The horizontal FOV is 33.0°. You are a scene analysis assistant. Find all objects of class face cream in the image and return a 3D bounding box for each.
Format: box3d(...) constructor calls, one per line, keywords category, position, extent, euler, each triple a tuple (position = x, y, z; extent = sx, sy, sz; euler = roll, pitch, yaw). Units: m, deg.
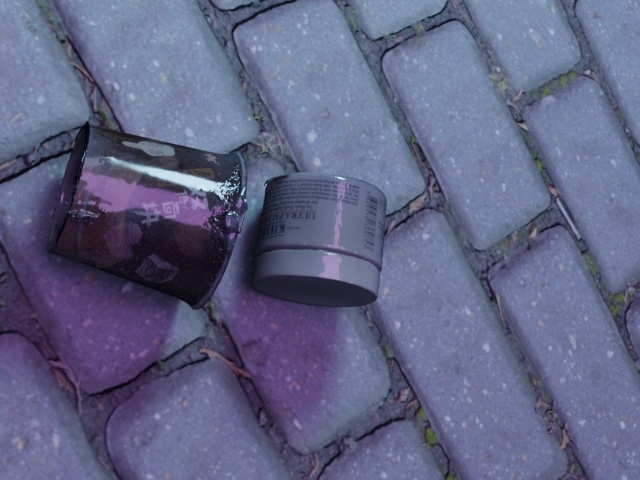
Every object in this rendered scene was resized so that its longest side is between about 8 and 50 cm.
box3d(category="face cream", position=(0.000, 0.000, 1.506), extent=(0.177, 0.177, 0.152), euler=(14, 72, -27))

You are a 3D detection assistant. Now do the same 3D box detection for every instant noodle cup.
box3d(category="instant noodle cup", position=(-0.224, -0.039, 1.377), extent=(0.207, 0.217, 0.217), euler=(17, 73, -18))
